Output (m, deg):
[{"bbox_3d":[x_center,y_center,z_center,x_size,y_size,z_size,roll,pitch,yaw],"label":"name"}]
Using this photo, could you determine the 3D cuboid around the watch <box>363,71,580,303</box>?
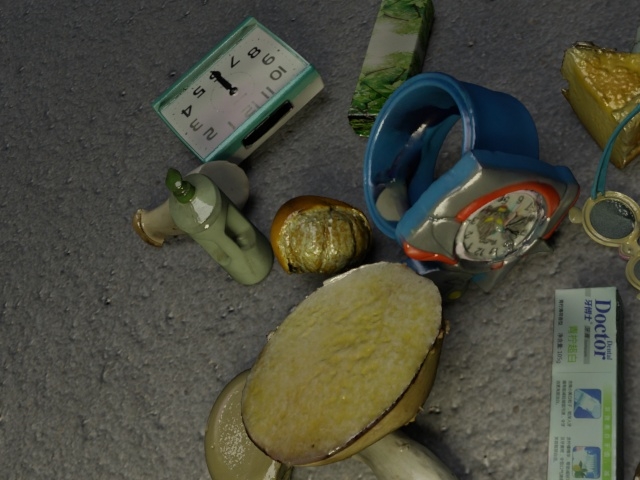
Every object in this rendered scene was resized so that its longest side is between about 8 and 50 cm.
[{"bbox_3d":[0.174,-0.069,1.182,0.305,0.241,0.274,-53,44,33],"label":"watch"}]

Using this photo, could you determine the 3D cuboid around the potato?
[{"bbox_3d":[0.039,0.169,1.066,0.239,0.116,0.299,28,69,42],"label":"potato"}]

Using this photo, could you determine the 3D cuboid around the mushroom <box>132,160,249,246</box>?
[{"bbox_3d":[-0.225,-0.058,1.460,0.225,0.116,0.093,-28,31,35],"label":"mushroom"}]

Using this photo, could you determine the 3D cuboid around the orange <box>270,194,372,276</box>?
[{"bbox_3d":[0.000,0.000,1.264,0.157,0.134,0.156,6,25,-3],"label":"orange"}]

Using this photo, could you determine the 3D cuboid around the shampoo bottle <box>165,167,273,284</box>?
[{"bbox_3d":[-0.168,-0.029,1.312,0.087,0.234,0.118,-34,49,5],"label":"shampoo bottle"}]

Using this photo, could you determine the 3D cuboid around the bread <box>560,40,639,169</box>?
[{"bbox_3d":[0.427,-0.220,1.174,0.169,0.140,0.160,-41,60,-7],"label":"bread"}]

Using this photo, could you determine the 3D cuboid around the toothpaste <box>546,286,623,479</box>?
[{"bbox_3d":[0.317,0.216,0.989,0.081,0.067,0.336,-5,57,27],"label":"toothpaste"}]

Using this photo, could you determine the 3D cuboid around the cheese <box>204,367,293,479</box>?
[{"bbox_3d":[-0.078,0.279,1.151,0.175,0.091,0.202,-5,59,26],"label":"cheese"}]

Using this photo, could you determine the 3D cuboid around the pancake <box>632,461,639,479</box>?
[{"bbox_3d":[0.439,0.290,0.901,0.199,0.021,0.199,-15,53,20],"label":"pancake"}]

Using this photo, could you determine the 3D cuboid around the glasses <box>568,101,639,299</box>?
[{"bbox_3d":[0.427,-0.058,1.040,0.088,0.220,0.189,-8,46,-23],"label":"glasses"}]

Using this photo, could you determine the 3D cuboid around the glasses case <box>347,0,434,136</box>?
[{"bbox_3d":[0.127,-0.306,1.451,0.095,0.062,0.272,4,62,24],"label":"glasses case"}]

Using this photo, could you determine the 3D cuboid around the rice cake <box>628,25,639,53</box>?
[{"bbox_3d":[0.557,-0.278,1.208,0.211,0.038,0.124,5,61,32],"label":"rice cake"}]

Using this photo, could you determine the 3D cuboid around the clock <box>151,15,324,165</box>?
[{"bbox_3d":[-0.146,-0.257,1.546,0.262,0.116,0.231,-43,54,-2],"label":"clock"}]

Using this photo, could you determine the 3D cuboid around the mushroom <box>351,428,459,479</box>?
[{"bbox_3d":[0.086,0.281,1.064,0.081,0.092,0.223,-17,39,-40],"label":"mushroom"}]
